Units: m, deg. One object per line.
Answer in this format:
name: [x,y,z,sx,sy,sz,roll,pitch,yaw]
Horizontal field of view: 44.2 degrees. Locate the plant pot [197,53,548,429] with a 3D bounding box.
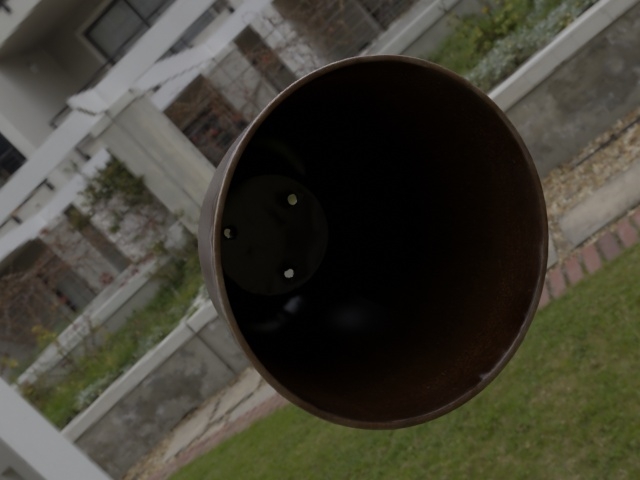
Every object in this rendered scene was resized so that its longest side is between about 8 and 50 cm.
plant pot: [0.000,0.000,0.556,0.215,0.215,0.230,-46,16,-16]
